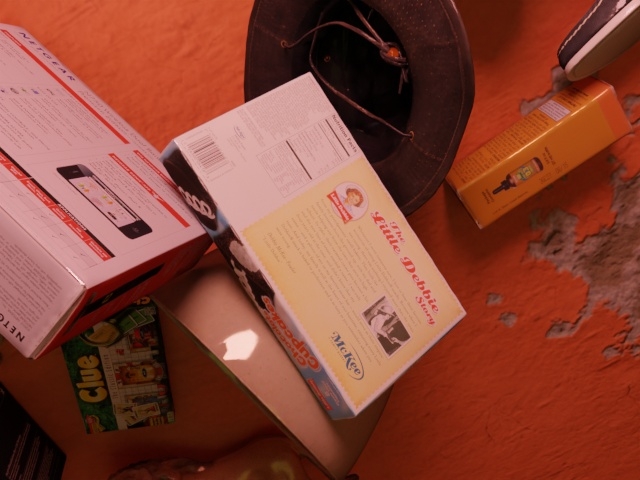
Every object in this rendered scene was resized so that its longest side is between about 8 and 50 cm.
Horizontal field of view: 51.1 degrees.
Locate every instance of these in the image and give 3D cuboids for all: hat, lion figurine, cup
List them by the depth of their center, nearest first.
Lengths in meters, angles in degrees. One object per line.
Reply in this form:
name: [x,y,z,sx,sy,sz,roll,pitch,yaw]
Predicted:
hat: [0.057,-0.192,0.773,0.134,0.331,0.331,-36,138,-42]
cup: [-0.019,0.102,0.858,0.237,0.331,0.331,-46,119,-14]
lion figurine: [-0.141,0.402,1.095,0.392,0.142,0.240,-25,113,-12]

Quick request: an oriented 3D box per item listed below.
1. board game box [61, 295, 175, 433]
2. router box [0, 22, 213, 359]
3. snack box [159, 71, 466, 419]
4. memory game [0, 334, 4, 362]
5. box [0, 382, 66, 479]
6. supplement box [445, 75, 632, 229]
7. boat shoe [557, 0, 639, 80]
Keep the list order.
board game box: [-0.290,0.184,0.965,0.136,0.030,0.260,-4,129,-7]
router box: [-0.276,-0.077,0.629,0.335,0.301,0.082,43,107,3]
snack box: [0.000,0.000,0.706,0.187,0.060,0.322,-34,92,-32]
memory game: [-0.541,0.141,0.936,0.186,0.012,0.186,-4,119,-7]
box: [-0.466,0.355,0.923,0.103,0.261,0.184,-21,119,3]
supplement box: [0.285,-0.118,0.895,0.233,0.080,0.078,-35,117,8]
boat shoe: [0.392,-0.323,0.795,0.302,0.091,0.114,-43,161,13]
